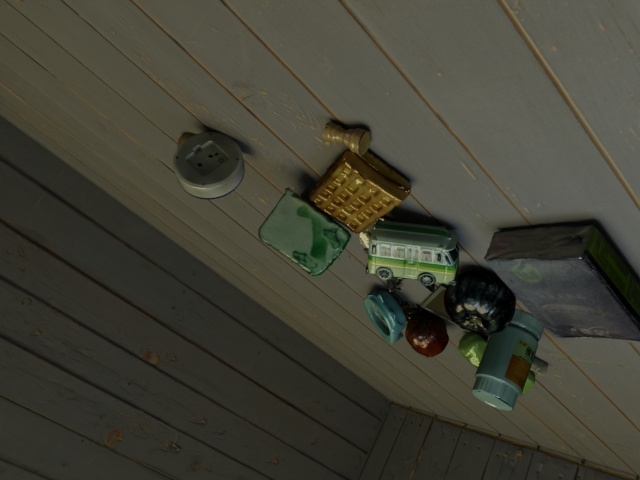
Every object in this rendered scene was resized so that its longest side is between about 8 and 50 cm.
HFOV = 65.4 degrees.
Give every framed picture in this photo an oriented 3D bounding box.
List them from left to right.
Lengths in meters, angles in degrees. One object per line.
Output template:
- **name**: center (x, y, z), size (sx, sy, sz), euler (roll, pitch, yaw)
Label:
- **framed picture**: center (0.531, 0.267, 1.943), size (0.231, 0.018, 0.293), euler (28, 158, 6)

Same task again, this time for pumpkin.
- **pumpkin**: center (0.518, 0.204, 1.628), size (0.233, 0.163, 0.233), euler (20, 149, 13)

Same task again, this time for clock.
- **clock**: center (-0.372, -0.254, 1.666), size (0.230, 0.230, 0.083), euler (25, 154, 12)
- **clock**: center (0.286, 0.318, 2.162), size (0.224, 0.094, 0.274), euler (55, 164, 21)

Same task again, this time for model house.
- **model house**: center (-0.045, -0.026, 1.751), size (0.267, 0.194, 0.325), euler (36, -175, 1)

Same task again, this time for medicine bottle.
- **medicine bottle**: center (0.639, 0.407, 1.707), size (0.158, 0.318, 0.158), euler (26, 157, 12)

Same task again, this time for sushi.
- **sushi**: center (0.394, 0.334, 2.225), size (0.192, 0.040, 0.210), euler (13, 153, 36)

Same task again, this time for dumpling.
- **dumpling**: center (0.222, -0.009, 1.654), size (0.176, 0.092, 0.150), euler (26, 144, 21)

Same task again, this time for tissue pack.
- **tissue pack**: center (0.665, 0.120, 1.318), size (0.394, 0.124, 0.288), euler (41, 156, -25)

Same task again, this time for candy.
- **candy**: center (0.736, 0.512, 2.089), size (0.343, 0.132, 0.142), euler (36, -160, -9)

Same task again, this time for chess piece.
- **chess piece**: center (0.066, -0.274, 1.307), size (0.122, 0.066, 0.066), euler (26, 158, 26)

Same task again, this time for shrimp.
- **shrimp**: center (0.344, 0.177, 1.940), size (0.198, 0.051, 0.262), euler (23, 154, 17)

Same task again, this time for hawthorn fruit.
- **hawthorn fruit**: center (0.452, 0.415, 2.117), size (0.181, 0.181, 0.235), euler (17, 137, 30)

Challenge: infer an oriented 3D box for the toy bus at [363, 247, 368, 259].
- **toy bus**: center (0.245, 0.051, 1.775), size (0.192, 0.065, 0.077), euler (10, 143, 40)

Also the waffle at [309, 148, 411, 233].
- **waffle**: center (0.109, -0.146, 1.481), size (0.224, 0.098, 0.327), euler (32, 157, -9)

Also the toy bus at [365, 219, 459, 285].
- **toy bus**: center (0.282, 0.032, 1.512), size (0.276, 0.134, 0.165), euler (6, 130, 14)

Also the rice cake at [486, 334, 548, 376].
- **rice cake**: center (0.782, 0.455, 1.986), size (0.256, 0.057, 0.052), euler (29, 175, 2)

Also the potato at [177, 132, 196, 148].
- **potato**: center (-0.448, -0.310, 1.845), size (0.200, 0.081, 0.164), euler (28, 159, 12)
